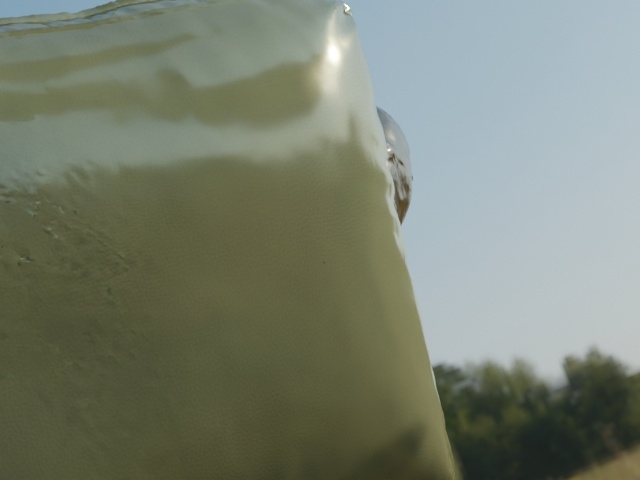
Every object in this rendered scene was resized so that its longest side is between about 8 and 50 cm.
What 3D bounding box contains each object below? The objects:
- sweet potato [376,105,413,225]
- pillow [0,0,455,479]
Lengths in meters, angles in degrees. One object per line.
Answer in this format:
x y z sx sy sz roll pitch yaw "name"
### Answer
-0.001 -0.003 1.351 0.130 0.130 0.422 -27 22 25 "sweet potato"
-0.091 0.032 0.633 0.322 0.255 0.120 -15 3 -41 "pillow"
